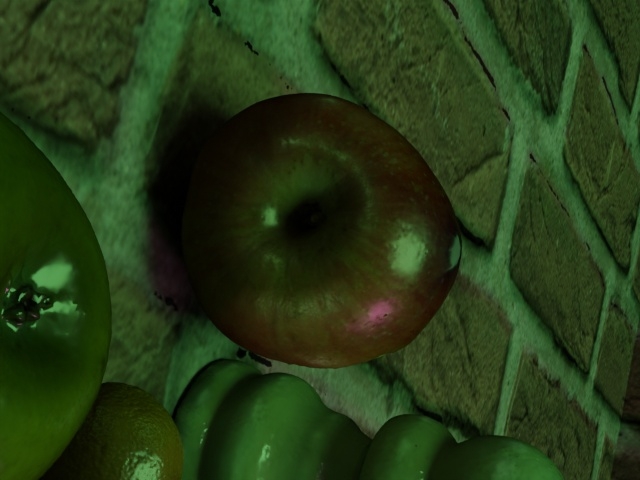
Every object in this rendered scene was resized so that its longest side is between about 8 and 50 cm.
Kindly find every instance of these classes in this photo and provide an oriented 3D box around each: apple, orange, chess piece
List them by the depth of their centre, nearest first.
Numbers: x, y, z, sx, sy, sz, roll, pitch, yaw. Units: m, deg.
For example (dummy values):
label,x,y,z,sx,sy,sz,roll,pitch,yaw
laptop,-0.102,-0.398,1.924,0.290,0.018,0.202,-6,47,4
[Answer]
label,x,y,z,sx,sy,sz,roll,pitch,yaw
apple,-0.169,0.027,0.534,0.196,0.156,0.196,-2,90,-68
orange,-0.114,0.119,0.787,0.085,0.085,0.085,8,90,-67
apple,0.000,0.000,0.912,0.199,0.199,0.199,8,90,-67
chess piece,0.038,0.167,0.940,0.144,0.251,0.144,8,90,-67
